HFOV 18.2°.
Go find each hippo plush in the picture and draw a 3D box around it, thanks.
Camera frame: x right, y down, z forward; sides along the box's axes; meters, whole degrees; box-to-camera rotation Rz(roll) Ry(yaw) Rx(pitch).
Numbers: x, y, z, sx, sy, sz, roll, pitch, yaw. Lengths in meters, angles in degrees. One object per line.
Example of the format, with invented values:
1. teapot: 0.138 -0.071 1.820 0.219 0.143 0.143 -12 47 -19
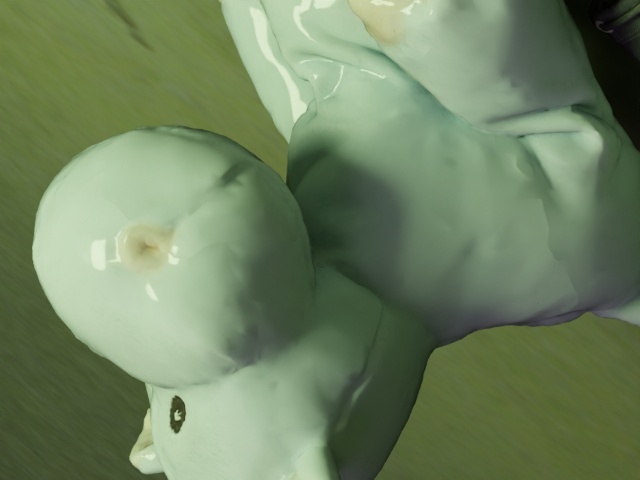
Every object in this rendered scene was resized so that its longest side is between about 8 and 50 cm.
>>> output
1. hippo plush: 0.000 0.000 0.830 0.294 0.236 0.234 54 165 -25

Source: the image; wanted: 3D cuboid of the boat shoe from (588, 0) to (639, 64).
1. boat shoe: 0.150 -0.124 0.705 0.076 0.080 0.228 31 160 3
